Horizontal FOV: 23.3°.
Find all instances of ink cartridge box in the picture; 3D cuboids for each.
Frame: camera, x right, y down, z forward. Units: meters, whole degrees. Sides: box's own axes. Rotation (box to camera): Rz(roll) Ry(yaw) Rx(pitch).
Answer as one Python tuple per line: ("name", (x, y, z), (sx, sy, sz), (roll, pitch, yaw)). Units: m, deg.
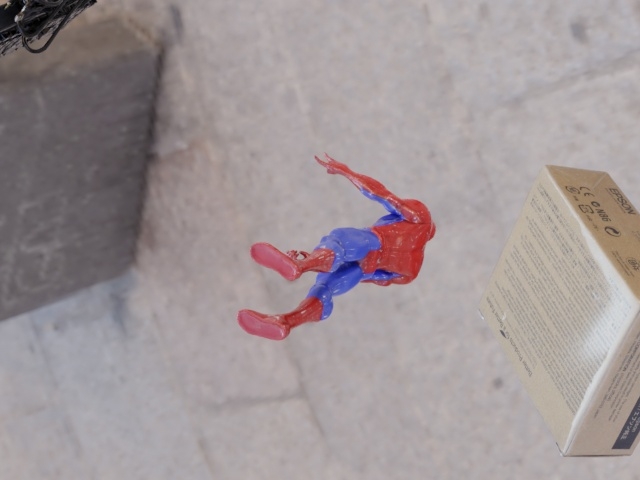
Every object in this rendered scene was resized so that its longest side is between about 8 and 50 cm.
("ink cartridge box", (0.265, 0.068, 1.545), (0.234, 0.088, 0.193), (-116, 38, -48))

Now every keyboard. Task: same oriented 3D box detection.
("keyboard", (-0.185, -0.121, 0.945), (0.100, 0.192, 0.038), (-38, 93, 35))

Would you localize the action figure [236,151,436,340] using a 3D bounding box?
("action figure", (0.000, 0.000, 1.352), (0.139, 0.280, 0.091), (25, 113, 28))
